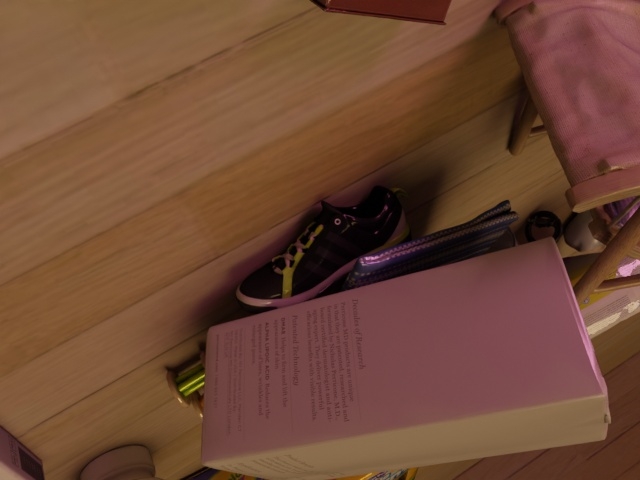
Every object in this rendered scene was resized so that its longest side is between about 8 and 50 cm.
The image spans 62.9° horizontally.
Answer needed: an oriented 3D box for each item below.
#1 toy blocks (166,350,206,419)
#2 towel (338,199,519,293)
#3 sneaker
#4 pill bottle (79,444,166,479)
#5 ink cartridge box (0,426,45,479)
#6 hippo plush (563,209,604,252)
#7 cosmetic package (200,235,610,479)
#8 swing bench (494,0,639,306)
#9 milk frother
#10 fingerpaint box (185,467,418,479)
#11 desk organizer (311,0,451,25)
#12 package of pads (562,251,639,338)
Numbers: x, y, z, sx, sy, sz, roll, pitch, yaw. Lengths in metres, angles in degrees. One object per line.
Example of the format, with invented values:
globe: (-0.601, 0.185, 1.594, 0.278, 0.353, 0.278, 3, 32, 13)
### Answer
toy blocks: (-0.116, 0.175, 0.711, 0.148, 0.054, 0.123, -31, 144, -7)
towel: (0.092, 0.076, 0.709, 0.243, 0.040, 0.336, -18, 154, -28)
sneaker: (0.000, 0.000, 0.616, 0.234, 0.084, 0.097, -25, 118, -16)
pill bottle: (-0.247, 0.413, 0.703, 0.136, 0.246, 0.136, -21, 141, -19)
ink cartridge box: (-0.453, 0.260, 0.527, 0.238, 0.060, 0.275, -22, 142, -18)
hippo plush: (0.608, -0.039, 0.907, 0.234, 0.237, 0.294, -24, 142, -16)
cosmetic package: (0.088, 0.154, 0.570, 0.384, 0.156, 0.217, -17, 146, 17)
swing bench: (0.303, -0.100, 0.547, 0.165, 0.254, 0.255, -14, 148, 16)
milk frother: (0.317, 0.000, 0.851, 0.134, 0.129, 0.143, 31, 65, -52)
fingerpaint box: (-0.019, 0.514, 1.066, 0.444, 0.163, 0.371, -23, 142, -18)
desk organizer: (0.052, -0.215, 0.428, 0.130, 0.047, 0.050, -9, 134, -32)
package of pads: (0.421, 0.112, 0.927, 0.229, 0.101, 0.296, -30, 174, 1)
